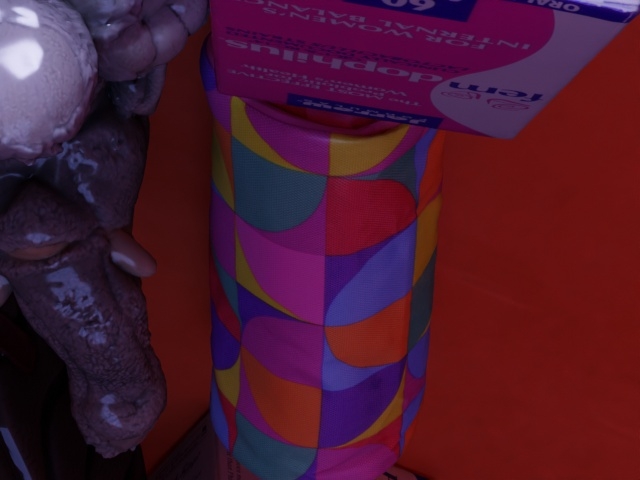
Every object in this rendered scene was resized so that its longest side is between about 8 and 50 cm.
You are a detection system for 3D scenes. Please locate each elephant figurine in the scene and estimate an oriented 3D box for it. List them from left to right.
[{"bbox_3d":[-0.113,-0.056,0.705,0.169,0.186,0.239,26,167,15],"label":"elephant figurine"}]

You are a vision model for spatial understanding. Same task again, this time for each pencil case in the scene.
[{"bbox_3d":[0.000,0.000,0.808,0.104,0.104,0.236,-2,134,-4],"label":"pencil case"}]

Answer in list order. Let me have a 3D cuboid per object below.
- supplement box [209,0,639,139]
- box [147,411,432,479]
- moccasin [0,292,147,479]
[{"bbox_3d":[0.029,-0.106,0.588,0.111,0.114,0.220,9,176,-1],"label":"supplement box"},{"bbox_3d":[-0.027,0.162,0.987,0.137,0.072,0.126,24,129,-26],"label":"box"},{"bbox_3d":[-0.196,0.066,0.816,0.147,0.139,0.380,-16,145,22],"label":"moccasin"}]
